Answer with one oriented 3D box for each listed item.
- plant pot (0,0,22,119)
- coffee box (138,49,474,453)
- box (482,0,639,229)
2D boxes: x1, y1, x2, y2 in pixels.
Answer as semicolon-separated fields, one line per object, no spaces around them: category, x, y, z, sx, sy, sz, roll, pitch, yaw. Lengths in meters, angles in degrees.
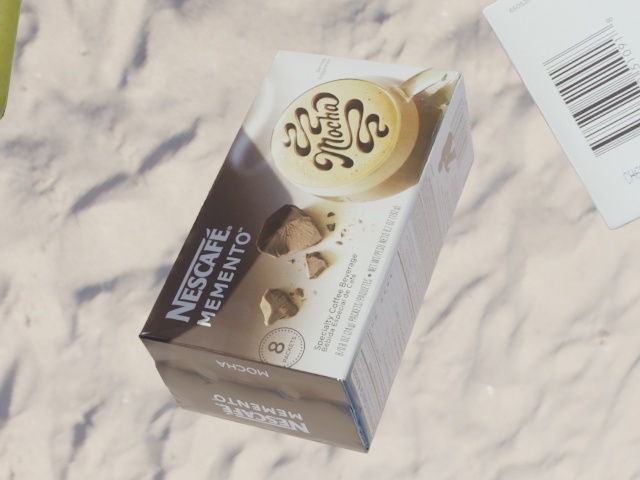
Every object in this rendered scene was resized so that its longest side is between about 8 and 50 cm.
plant pot;-0.240;-0.153;0.555;0.187;0.212;0.212;3;117;-25
coffee box;0.000;0.000;0.959;0.119;0.168;0.297;71;36;-53
box;0.241;-0.133;0.811;0.182;0.181;0.119;-29;-176;29
